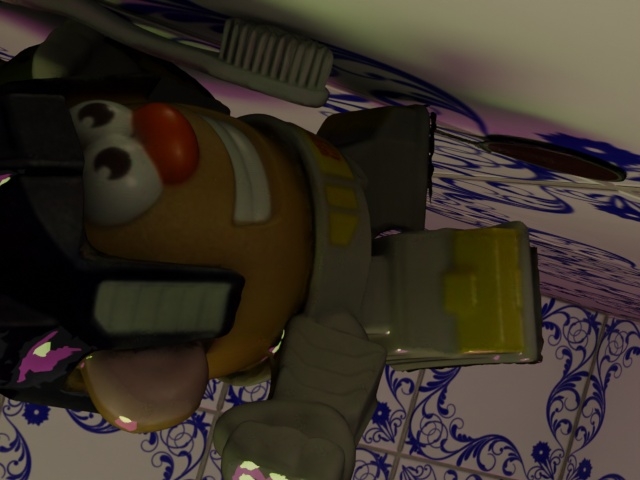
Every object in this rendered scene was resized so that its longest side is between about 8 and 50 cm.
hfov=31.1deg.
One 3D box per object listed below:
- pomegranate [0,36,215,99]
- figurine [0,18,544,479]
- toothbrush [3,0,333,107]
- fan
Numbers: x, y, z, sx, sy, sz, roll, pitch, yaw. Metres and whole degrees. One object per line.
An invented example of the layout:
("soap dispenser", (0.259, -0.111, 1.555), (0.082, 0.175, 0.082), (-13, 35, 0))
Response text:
("pomegranate", (-0.164, -0.040, 0.708), (0.246, 0.198, 0.198), (26, -178, 21))
("figurine", (-0.052, 0.003, 0.520), (0.308, 0.143, 0.308), (11, -160, -4))
("toothbrush", (-0.139, -0.120, 0.526), (0.307, 0.030, 0.025), (18, -157, 6))
("fan", (0.111, -0.052, 0.666), (0.133, 0.005, 0.085), (15, 179, 14))
